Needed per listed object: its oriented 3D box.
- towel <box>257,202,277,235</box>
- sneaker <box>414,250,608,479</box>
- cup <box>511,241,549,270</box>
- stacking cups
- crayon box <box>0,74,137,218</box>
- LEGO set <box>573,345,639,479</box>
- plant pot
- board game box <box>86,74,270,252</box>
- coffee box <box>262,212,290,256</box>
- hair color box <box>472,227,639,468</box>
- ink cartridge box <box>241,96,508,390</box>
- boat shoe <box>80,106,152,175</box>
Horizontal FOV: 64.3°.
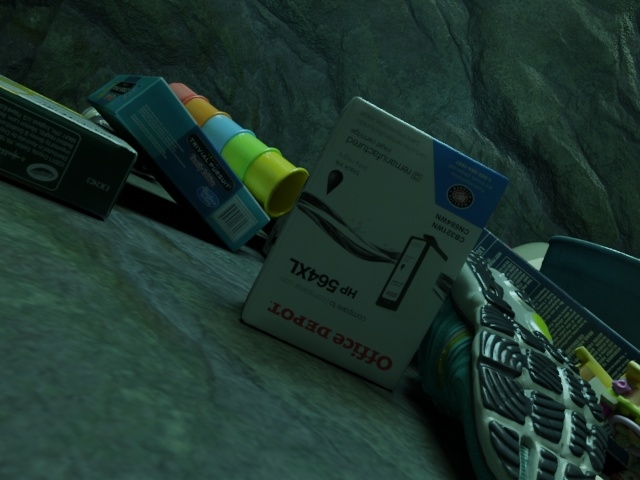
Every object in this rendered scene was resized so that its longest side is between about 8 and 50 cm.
[{"bbox_3d":[-0.132,-0.058,1.063,0.237,0.037,0.329,36,-10,-17],"label":"towel"},{"bbox_3d":[0.133,0.108,0.408,0.107,0.110,0.275,33,21,-4],"label":"sneaker"},{"bbox_3d":[0.537,0.177,1.426,0.237,0.331,0.331,-4,17,-26],"label":"cup"},{"bbox_3d":[-0.158,-0.169,0.851,0.316,0.096,0.096,42,8,21],"label":"stacking cups"},{"bbox_3d":[-0.346,-0.131,0.618,0.203,0.083,0.323,26,3,-27],"label":"crayon box"},{"bbox_3d":[0.208,0.169,0.404,0.132,0.107,0.287,62,-15,-17],"label":"LEGO set"},{"bbox_3d":[0.454,0.165,0.840,0.271,0.255,0.271,27,2,-1],"label":"plant pot"},{"bbox_3d":[-0.243,-0.140,0.831,0.254,0.079,0.336,55,-13,-32],"label":"board game box"},{"bbox_3d":[0.007,0.028,0.814,0.141,0.098,0.246,26,2,-20],"label":"coffee box"},{"bbox_3d":[0.286,0.126,0.614,0.347,0.105,0.174,42,10,13],"label":"hair color box"},{"bbox_3d":[0.041,0.004,0.447,0.148,0.203,0.086,26,4,-7],"label":"ink cartridge box"},{"bbox_3d":[-0.415,-0.202,1.225,0.130,0.132,0.355,39,16,26],"label":"boat shoe"}]
